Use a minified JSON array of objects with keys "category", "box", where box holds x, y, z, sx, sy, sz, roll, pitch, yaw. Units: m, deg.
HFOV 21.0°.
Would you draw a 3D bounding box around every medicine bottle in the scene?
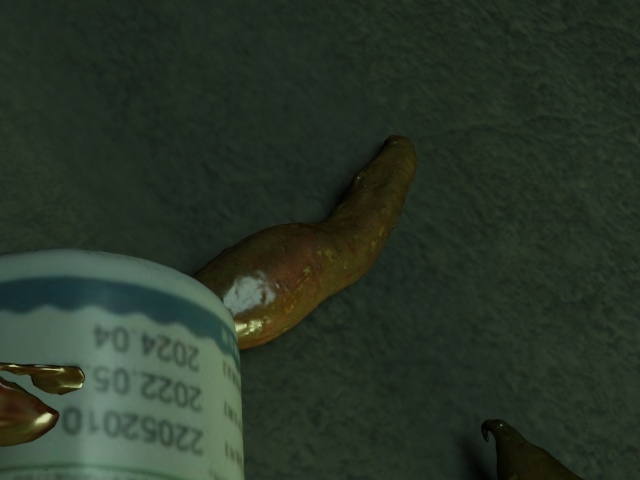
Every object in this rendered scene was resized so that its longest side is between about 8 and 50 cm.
[{"category":"medicine bottle","box":[-0.092,0.133,0.619,0.139,0.139,0.237,15,54,-31]}]

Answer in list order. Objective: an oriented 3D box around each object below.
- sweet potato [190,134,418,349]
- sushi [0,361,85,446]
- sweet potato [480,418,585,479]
[{"category":"sweet potato","box":[0.000,0.000,0.838,0.050,0.050,0.214,53,41,1]},{"category":"sushi","box":[-0.242,0.025,0.490,0.343,0.196,0.182,-6,110,-11]},{"category":"sweet potato","box":[0.150,0.202,0.814,0.075,0.075,0.269,-24,84,-44]}]
